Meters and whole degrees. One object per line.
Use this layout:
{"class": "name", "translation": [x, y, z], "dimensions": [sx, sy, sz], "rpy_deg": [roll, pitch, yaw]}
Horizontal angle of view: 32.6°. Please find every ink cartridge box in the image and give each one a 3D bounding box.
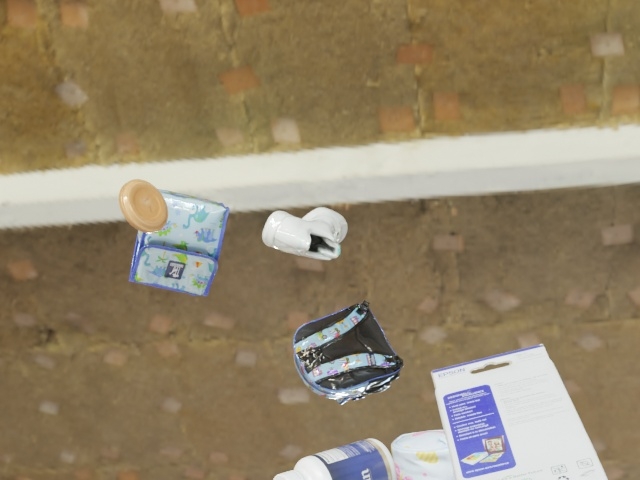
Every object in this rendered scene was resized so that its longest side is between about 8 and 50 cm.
{"class": "ink cartridge box", "translation": [0.238, 0.245, 1.347], "dimensions": [0.165, 0.333, 0.065], "rpy_deg": [-15, -68, 5]}

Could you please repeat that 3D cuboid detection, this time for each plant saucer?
{"class": "plant saucer", "translation": [-0.253, -0.051, 1.575], "dimensions": [0.083, 0.084, 0.013], "rpy_deg": [37, -45, -28]}

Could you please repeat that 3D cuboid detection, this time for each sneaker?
{"class": "sneaker", "translation": [0.000, 0.000, 1.689], "dimensions": [0.094, 0.212, 0.080], "rpy_deg": [23, -76, 26]}

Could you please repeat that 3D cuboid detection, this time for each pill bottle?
{"class": "pill bottle", "translation": [0.019, 0.352, 1.585], "dimensions": [0.169, 0.094, 0.094], "rpy_deg": [-10, -33, -32]}

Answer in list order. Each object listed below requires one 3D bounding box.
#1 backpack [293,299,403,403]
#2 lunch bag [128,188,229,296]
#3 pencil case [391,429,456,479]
{"class": "backpack", "translation": [0.032, 0.207, 1.900], "dimensions": [0.173, 0.158, 0.117], "rpy_deg": [-17, -27, -29]}
{"class": "lunch bag", "translation": [-0.222, 0.004, 1.707], "dimensions": [0.128, 0.096, 0.151], "rpy_deg": [13, -84, -14]}
{"class": "pencil case", "translation": [0.181, 0.436, 1.719], "dimensions": [0.113, 0.273, 0.124], "rpy_deg": [-9, 3, -31]}
